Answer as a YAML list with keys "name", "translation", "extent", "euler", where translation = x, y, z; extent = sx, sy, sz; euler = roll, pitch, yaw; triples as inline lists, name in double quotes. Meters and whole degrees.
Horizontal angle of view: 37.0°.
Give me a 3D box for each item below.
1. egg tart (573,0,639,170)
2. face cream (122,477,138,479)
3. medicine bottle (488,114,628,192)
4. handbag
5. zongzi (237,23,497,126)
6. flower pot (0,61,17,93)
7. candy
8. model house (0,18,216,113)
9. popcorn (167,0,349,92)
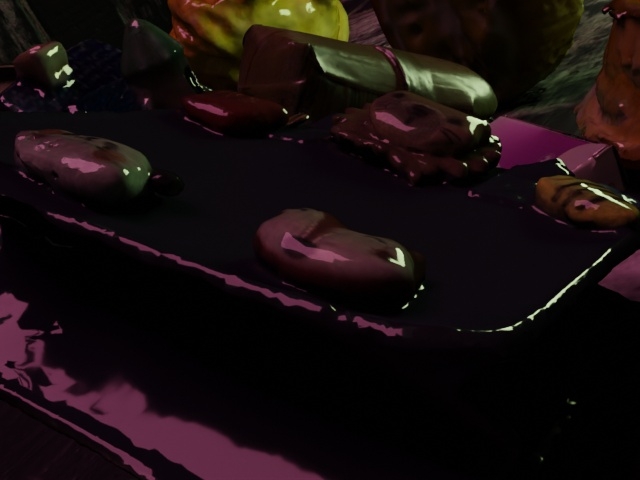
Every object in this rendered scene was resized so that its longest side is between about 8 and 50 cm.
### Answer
- name: "egg tart"
  translation: [0.327, -0.165, 0.722]
  extent: [0.315, 0.120, 0.315]
  euler: [-24, 20, 9]
- name: "face cream"
  translation: [-0.022, 0.175, 0.370]
  extent: [0.173, 0.081, 0.348]
  euler: [-8, 7, -34]
- name: "medicine bottle"
  translation: [0.112, -0.018, 0.749]
  extent: [0.201, 0.052, 0.171]
  euler: [-32, 21, -5]
- name: "handbag"
  translation: [0.000, 0.000, 0.504]
  extent: [0.303, 0.122, 0.329]
  euler: [20, 25, 26]
- name: "zongzi"
  translation: [0.027, -0.041, 0.871]
  extent: [0.251, 0.274, 0.125]
  euler: [5, 18, -28]
- name: "flower pot"
  translation: [-0.410, -0.064, 1.269]
  extent: [0.290, 0.290, 0.259]
  euler: [-19, 32, 24]
- name: "candy"
  translation: [0.152, -0.263, 0.997]
  extent: [0.118, 0.260, 0.260]
  euler: [-30, 18, -26]
- name: "model house"
  translation: [-0.213, -0.118, 1.101]
  extent: [0.298, 0.284, 0.243]
  euler: [-12, 30, 37]
- name: "popcorn"
  translation: [-0.101, -0.322, 1.525]
  extent: [0.297, 0.281, 0.316]
  euler: [3, -20, -17]
